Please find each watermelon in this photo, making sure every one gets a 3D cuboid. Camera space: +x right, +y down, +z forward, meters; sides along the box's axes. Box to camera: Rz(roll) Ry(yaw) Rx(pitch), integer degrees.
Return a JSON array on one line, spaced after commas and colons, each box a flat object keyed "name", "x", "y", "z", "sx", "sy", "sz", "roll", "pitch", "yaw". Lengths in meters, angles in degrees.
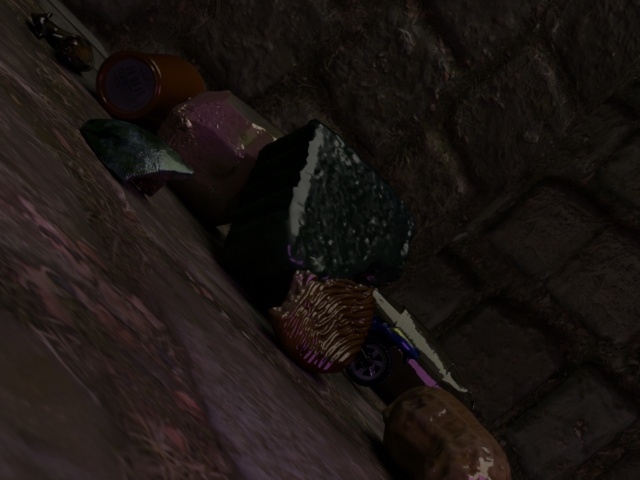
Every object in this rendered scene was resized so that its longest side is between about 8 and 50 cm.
[{"name": "watermelon", "x": -0.268, "y": -0.114, "z": 1.064, "sx": 0.155, "sy": 0.080, "sz": 0.101, "roll": 50, "pitch": 36, "yaw": 3}]

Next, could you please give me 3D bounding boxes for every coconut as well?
[{"name": "coconut", "x": -0.179, "y": -0.144, "z": 1.474, "sx": 0.245, "sy": 0.233, "sz": 0.233, "roll": 40, "pitch": 0, "yaw": 6}]

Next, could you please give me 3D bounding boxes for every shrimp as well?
[{"name": "shrimp", "x": -0.497, "y": -0.390, "z": 1.508, "sx": 0.145, "sy": 0.059, "sz": 0.254, "roll": 45, "pitch": 1, "yaw": -9}]

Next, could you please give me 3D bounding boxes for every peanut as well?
[{"name": "peanut", "x": 0.168, "y": 0.298, "z": 1.071, "sx": 0.153, "sy": 0.140, "sz": 0.325, "roll": 37, "pitch": 6, "yaw": -11}]

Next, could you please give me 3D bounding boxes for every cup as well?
[{"name": "cup", "x": -0.325, "y": -0.295, "z": 1.597, "sx": 0.226, "sy": 0.182, "sz": 0.264, "roll": 17, "pitch": 6, "yaw": 5}]

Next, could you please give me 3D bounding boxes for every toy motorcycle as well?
[{"name": "toy motorcycle", "x": 0.051, "y": 0.133, "z": 1.505, "sx": 0.315, "sy": 0.169, "sz": 0.113, "roll": 47, "pitch": -1, "yaw": 15}]

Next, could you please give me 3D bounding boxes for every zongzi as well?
[{"name": "zongzi", "x": 0.224, "y": 0.319, "z": 1.830, "sx": 0.447, "sy": 0.181, "sz": 0.418, "roll": 50, "pitch": 0, "yaw": 8}]

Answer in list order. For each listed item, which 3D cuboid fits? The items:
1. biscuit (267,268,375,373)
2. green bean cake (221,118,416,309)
[{"name": "biscuit", "x": 0.016, "y": 0.106, "z": 1.154, "sx": 0.031, "sy": 0.228, "sz": 0.176, "roll": -3, "pitch": -63, "yaw": 37}, {"name": "green bean cake", "x": 0.000, "y": 0.000, "z": 1.325, "sx": 0.300, "sy": 0.169, "sz": 0.308, "roll": 45, "pitch": 43, "yaw": -30}]
